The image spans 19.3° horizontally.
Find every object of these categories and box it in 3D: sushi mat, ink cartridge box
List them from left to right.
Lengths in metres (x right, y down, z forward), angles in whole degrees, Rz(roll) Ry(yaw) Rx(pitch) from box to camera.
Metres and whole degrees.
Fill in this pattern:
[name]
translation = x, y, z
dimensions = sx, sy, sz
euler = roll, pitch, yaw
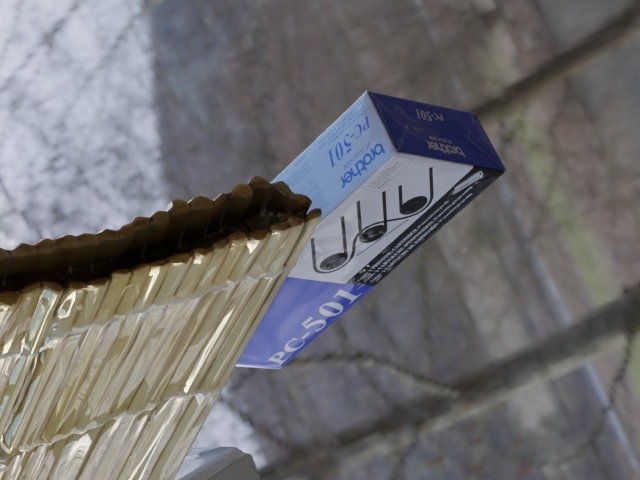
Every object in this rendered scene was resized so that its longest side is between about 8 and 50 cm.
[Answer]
[sushi mat]
translation = -0.115, 0.092, 0.575
dimensions = 0.019, 0.151, 0.316
euler = 61, 146, 24
[ink cartridge box]
translation = 0.000, 0.000, 1.085
dimensions = 0.097, 0.207, 0.046
euler = 7, -130, -46

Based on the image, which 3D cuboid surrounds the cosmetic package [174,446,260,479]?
[cosmetic package]
translation = -0.153, 0.241, 1.047
dimensions = 0.385, 0.156, 0.217
euler = -7, 109, 56
